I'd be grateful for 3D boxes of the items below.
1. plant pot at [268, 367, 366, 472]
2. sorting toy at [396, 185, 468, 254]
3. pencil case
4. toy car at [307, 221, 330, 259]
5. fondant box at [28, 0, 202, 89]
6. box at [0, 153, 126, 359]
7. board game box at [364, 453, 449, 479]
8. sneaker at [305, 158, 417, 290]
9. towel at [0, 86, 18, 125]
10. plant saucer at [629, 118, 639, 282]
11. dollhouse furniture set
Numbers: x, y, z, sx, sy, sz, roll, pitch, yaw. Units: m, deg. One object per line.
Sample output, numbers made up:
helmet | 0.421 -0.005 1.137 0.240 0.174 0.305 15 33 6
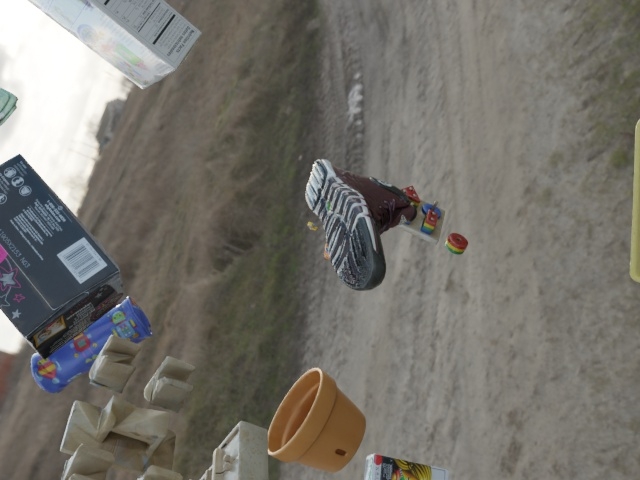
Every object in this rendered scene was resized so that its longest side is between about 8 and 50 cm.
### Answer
plant pot | -0.002 0.559 1.988 0.291 0.203 0.291 -51 13 17
sorting toy | 0.205 -0.072 1.460 0.132 0.275 0.046 -63 -3 -53
pencil case | -0.574 0.266 1.668 0.306 0.119 0.133 -32 -22 -4
toy car | 0.000 0.000 1.675 0.122 0.040 0.060 31 80 28
fondant box | -0.412 -0.438 1.236 0.096 0.330 0.238 -58 26 -14
box | -0.433 0.025 0.999 0.163 0.247 0.142 -39 -10 -23
board game box | 0.181 0.641 1.444 0.053 0.193 0.305 132 150 -57
sneaker | 0.088 -0.029 0.995 0.281 0.163 0.106 -111 36 -48
towel | -0.822 -0.238 1.357 0.324 0.248 0.038 -56 -3 -21
plant saucer | 0.773 -0.074 1.246 0.333 0.081 0.332 2 84 28
dollhouse furniture set | -0.341 0.462 1.359 0.256 0.394 0.362 -53 24 26
